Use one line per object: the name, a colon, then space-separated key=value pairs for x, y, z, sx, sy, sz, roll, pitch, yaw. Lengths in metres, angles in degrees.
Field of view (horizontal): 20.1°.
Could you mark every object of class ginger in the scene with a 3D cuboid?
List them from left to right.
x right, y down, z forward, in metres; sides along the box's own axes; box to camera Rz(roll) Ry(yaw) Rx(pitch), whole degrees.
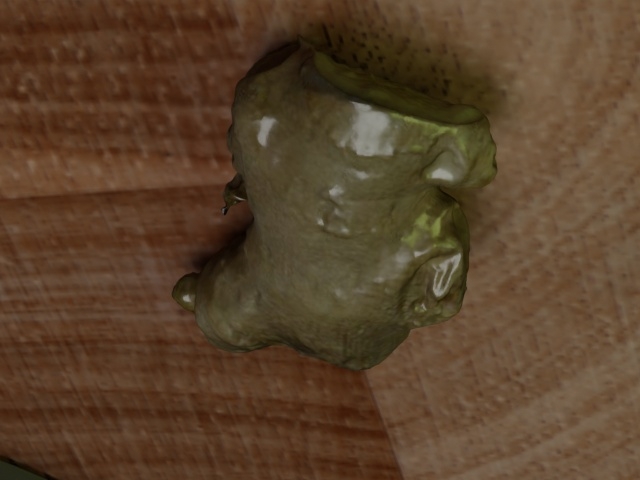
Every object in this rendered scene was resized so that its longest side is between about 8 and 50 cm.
ginger: x=0.004 y=0.002 z=0.850 sx=0.137 sy=0.074 sz=0.213 roll=33 pitch=132 yaw=12

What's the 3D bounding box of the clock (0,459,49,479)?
clock: x=-0.259 y=0.263 z=1.160 sx=0.338 sy=0.102 sz=0.338 roll=11 pitch=133 yaw=11
